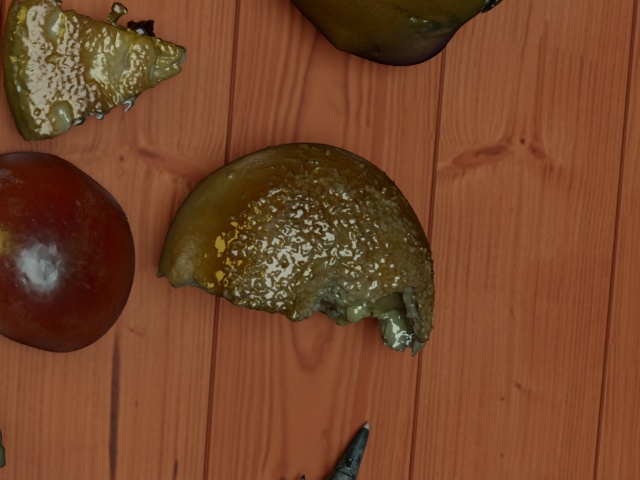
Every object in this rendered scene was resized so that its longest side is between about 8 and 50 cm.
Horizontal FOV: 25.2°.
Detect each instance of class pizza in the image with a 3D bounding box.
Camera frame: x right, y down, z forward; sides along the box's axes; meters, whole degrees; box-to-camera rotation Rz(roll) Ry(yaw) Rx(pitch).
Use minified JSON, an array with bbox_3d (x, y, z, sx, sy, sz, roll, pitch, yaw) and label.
[{"bbox_3d":[-0.231,-0.185,1.466,0.194,0.069,0.154,-8,97,-27],"label":"pizza"}]

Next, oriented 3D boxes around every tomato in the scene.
[{"bbox_3d":[-0.281,0.011,1.441,0.228,0.112,0.199,15,87,-24],"label":"tomato"}]

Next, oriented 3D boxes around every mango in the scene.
[{"bbox_3d":[0.050,-0.304,1.517,0.287,0.153,0.201,39,77,-20],"label":"mango"}]

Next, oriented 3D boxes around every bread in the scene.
[{"bbox_3d":[0.004,-0.003,1.516,0.314,0.171,0.192,18,92,-22],"label":"bread"}]

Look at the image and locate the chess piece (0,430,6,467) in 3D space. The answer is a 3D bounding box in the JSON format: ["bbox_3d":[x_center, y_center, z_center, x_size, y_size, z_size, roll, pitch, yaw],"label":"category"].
[{"bbox_3d":[-0.413,0.116,1.403,0.139,0.139,0.271,-19,89,-19],"label":"chess piece"}]

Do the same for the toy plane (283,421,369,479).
[{"bbox_3d":[0.004,0.309,1.592,0.160,0.082,0.234,24,85,6],"label":"toy plane"}]
